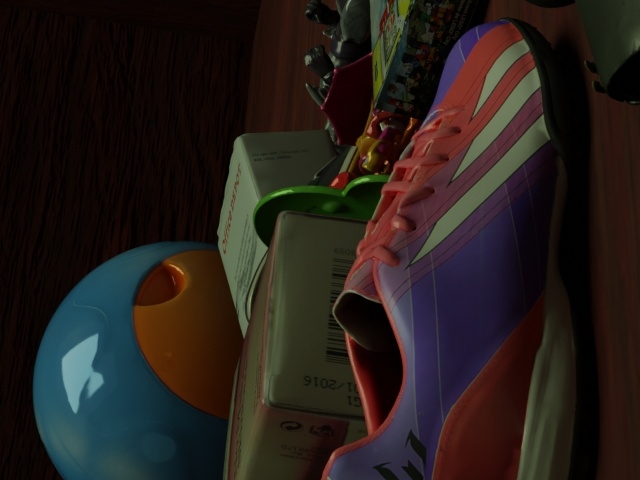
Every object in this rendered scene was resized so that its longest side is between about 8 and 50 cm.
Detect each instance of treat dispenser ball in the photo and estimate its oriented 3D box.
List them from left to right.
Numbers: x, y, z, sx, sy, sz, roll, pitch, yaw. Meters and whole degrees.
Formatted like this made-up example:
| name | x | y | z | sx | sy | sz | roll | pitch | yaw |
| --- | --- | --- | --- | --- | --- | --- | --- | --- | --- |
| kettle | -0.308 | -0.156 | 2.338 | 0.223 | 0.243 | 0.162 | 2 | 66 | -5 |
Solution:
| name | x | y | z | sx | sy | sz | roll | pitch | yaw |
| --- | --- | --- | --- | --- | --- | --- | --- | --- | --- |
| treat dispenser ball | -0.134 | 0.143 | 1.788 | 0.288 | 0.288 | 0.288 | -172 | 90 | -84 |

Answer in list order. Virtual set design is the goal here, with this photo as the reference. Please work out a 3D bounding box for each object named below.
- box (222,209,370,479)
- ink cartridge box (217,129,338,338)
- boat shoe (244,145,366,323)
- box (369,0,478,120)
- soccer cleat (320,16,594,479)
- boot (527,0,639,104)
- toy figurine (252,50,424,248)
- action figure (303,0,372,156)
| name | x | y | z | sx | sy | sz | roll | pitch | yaw |
| --- | --- | --- | --- | --- | --- | --- | --- | --- | --- |
| box | 0.011 | 0.106 | 1.237 | 0.232 | 0.127 | 0.148 | 108 | 168 | -57 |
| ink cartridge box | -0.018 | 0.029 | 1.555 | 0.153 | 0.087 | 0.208 | 105 | 154 | -49 |
| boat shoe | 0.000 | 0.000 | 1.452 | 0.206 | 0.075 | 0.065 | -56 | 17 | -26 |
| box | 0.080 | -0.216 | 1.335 | 0.233 | 0.044 | 0.159 | -90 | 17 | -53 |
| soccer cleat | 0.064 | 0.003 | 0.911 | 0.108 | 0.116 | 0.318 | 105 | 170 | -51 |
| boot | 0.118 | -0.106 | 0.789 | 0.198 | 0.077 | 0.137 | 114 | 158 | -73 |
| toy figurine | 0.042 | -0.074 | 1.365 | 0.173 | 0.130 | 0.159 | -32 | 37 | 54 |
| action figure | 0.029 | -0.198 | 1.644 | 0.185 | 0.099 | 0.285 | -105 | 20 | -62 |
